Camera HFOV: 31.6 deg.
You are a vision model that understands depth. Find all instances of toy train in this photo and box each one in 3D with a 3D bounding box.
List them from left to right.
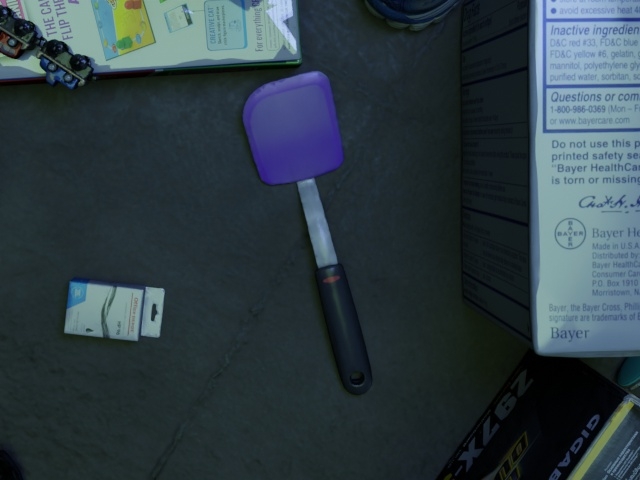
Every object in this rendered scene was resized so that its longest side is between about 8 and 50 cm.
[{"bbox_3d":[-0.255,-0.169,0.928,0.158,0.027,0.036,32,96,-5],"label":"toy train"}]

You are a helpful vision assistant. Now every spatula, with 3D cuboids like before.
[{"bbox_3d":[0.000,0.000,1.021,0.084,0.030,0.296,-14,96,-1],"label":"spatula"}]

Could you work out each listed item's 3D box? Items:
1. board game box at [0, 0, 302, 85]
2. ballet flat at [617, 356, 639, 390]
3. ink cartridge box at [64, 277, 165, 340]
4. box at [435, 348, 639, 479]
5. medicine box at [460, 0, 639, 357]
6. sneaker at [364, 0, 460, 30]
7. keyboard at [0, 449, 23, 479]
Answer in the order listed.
[{"bbox_3d":[-0.181,-0.260,0.973,0.316,0.064,0.242,-4,95,-3],"label":"board game box"},{"bbox_3d":[0.321,0.096,1.046,0.041,0.041,0.114,32,93,-5],"label":"ballet flat"},{"bbox_3d":[-0.184,0.063,1.016,0.083,0.028,0.048,6,94,-4],"label":"ink cartridge box"},{"bbox_3d":[0.150,0.247,0.937,0.079,0.257,0.322,35,92,-4],"label":"box"},{"bbox_3d":[0.209,-0.071,0.911,0.149,0.263,0.289,-1,95,-4],"label":"medicine box"},{"bbox_3d":[0.151,-0.328,0.946,0.129,0.147,0.330,30,91,-5],"label":"sneaker"},{"bbox_3d":[-0.367,0.220,1.023,0.192,0.038,0.100,-12,118,-3],"label":"keyboard"}]
